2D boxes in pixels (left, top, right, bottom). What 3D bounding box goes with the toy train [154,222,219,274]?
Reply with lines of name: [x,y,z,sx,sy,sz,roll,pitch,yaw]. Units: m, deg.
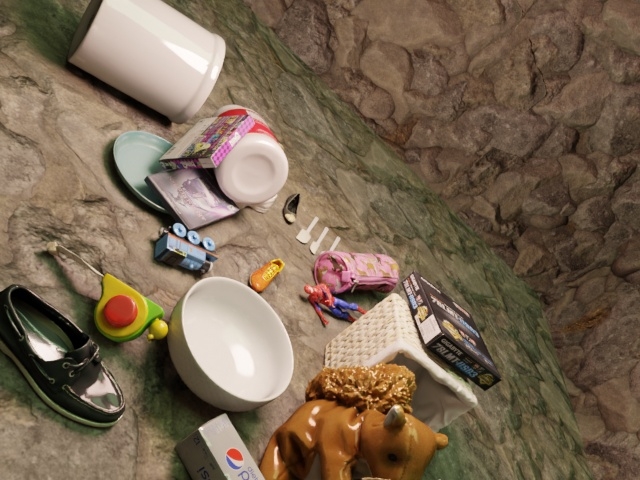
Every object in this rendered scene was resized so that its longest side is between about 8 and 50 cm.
toy train: [-0.365,0.029,1.545,0.184,0.080,0.105,30,42,-37]

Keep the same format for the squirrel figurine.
squirrel figurine: [0.103,0.438,1.328,0.281,0.370,0.397,39,44,-22]

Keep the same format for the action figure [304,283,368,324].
action figure: [0.057,0.237,1.877,0.280,0.091,0.139,34,22,-27]

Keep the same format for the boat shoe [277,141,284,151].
boat shoe: [-0.259,-0.394,2.197,0.285,0.102,0.093,7,54,-45]

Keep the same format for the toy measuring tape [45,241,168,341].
toy measuring tape: [-0.485,0.131,1.234,0.330,0.121,0.121,32,28,1]

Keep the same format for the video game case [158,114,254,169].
video game case: [-0.338,-0.296,1.690,0.232,0.210,0.042,-59,138,-39]

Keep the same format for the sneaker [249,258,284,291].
sneaker: [-0.167,0.101,1.750,0.064,0.067,0.175,47,29,-7]

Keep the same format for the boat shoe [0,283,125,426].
boat shoe: [-0.492,0.214,1.083,0.340,0.113,0.127,48,27,-2]

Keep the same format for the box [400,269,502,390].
box: [0.389,0.265,1.696,0.295,0.073,0.293,38,23,-26]

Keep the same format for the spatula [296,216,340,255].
spatula: [0.000,0.000,2.178,0.168,0.019,0.242,41,27,-4]

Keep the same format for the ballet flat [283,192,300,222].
ballet flat: [-0.107,-0.127,2.139,0.057,0.049,0.173,36,30,-22]

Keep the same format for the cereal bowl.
cereal bowl: [-0.232,0.264,1.372,0.338,0.141,0.339,35,31,-25]

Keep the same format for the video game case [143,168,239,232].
video game case: [-0.376,-0.134,1.692,0.196,0.026,0.274,51,26,3]

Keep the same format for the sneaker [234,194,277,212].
sneaker: [-0.238,-0.157,1.938,0.212,0.094,0.080,7,51,-52]

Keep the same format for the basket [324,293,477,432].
basket: [0.219,0.399,1.679,0.328,0.331,0.266,39,24,-20]

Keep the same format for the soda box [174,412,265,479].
soda box: [-0.181,0.518,1.178,0.286,0.098,0.091,55,29,12]

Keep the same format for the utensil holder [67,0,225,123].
utensil holder: [-0.554,-0.604,1.800,0.385,0.327,0.328,24,36,-34]

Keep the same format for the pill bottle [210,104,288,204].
pill bottle: [-0.263,-0.308,1.893,0.229,0.229,0.408,30,17,-33]

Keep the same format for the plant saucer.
plant saucer: [-0.479,-0.193,1.686,0.317,0.043,0.318,35,32,-25]

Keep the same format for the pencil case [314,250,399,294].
pencil case: [0.143,0.120,2.082,0.386,0.160,0.167,5,58,-54]
